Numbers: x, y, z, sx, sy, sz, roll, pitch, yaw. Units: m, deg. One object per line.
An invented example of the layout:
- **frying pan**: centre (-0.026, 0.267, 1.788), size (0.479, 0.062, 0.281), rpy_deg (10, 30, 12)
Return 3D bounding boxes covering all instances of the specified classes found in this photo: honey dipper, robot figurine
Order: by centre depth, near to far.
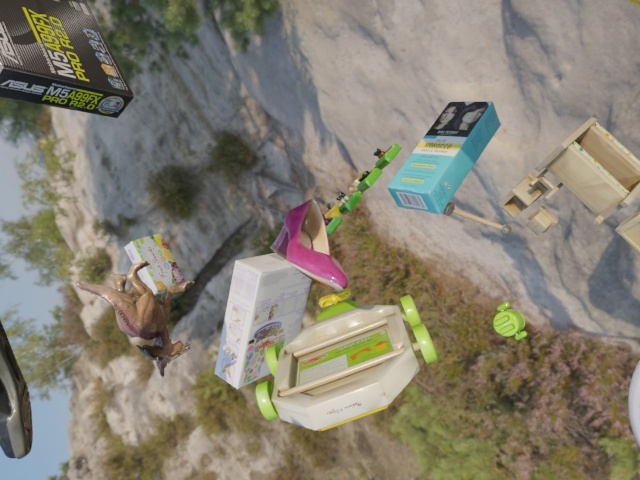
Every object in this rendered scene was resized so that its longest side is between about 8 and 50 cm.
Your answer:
- **honey dipper**: centre (0.287, -0.045, 0.977), size (0.161, 0.030, 0.030), rpy_deg (27, 144, 37)
- **robot figurine**: centre (0.501, 0.217, 1.356), size (0.067, 0.115, 0.101), rpy_deg (-40, 67, 28)

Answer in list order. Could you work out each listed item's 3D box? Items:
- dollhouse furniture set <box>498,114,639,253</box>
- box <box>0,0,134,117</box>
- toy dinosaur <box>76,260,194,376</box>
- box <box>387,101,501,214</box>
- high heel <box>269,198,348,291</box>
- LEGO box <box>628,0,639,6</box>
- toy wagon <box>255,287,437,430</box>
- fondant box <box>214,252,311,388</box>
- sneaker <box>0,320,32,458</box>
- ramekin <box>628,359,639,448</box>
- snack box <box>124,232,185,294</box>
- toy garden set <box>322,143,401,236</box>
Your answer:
- **dollhouse furniture set**: centre (0.380, -0.049, 0.717), size (0.182, 0.101, 0.161), rpy_deg (48, 153, 11)
- **box**: centre (-0.451, -0.332, 0.819), size (0.060, 0.216, 0.270), rpy_deg (-38, 72, 27)
- **toy dinosaur**: centre (-0.363, 0.166, 1.058), size (0.295, 0.127, 0.200), rpy_deg (47, -146, -62)
- **box**: centre (0.238, -0.163, 0.974), size (0.101, 0.244, 0.060), rpy_deg (15, 151, 46)
- **high heel**: centre (0.000, 0.000, 0.816), size (0.082, 0.117, 0.244), rpy_deg (36, 177, -23)
- **LEGO box**: centre (0.307, -0.449, 0.424), size (0.501, 0.372, 0.193), rpy_deg (22, -168, -7)
- **toy wagon**: centre (0.040, 0.173, 0.845), size (0.344, 0.268, 0.068), rpy_deg (-87, -25, -75)
- **fondant box**: centre (-0.146, 0.204, 1.381), size (0.096, 0.238, 0.330), rpy_deg (21, 107, 31)
- **sneaker**: centre (-0.495, 0.218, 0.722), size (0.087, 0.130, 0.227), rpy_deg (23, 129, 64)
- **ramekin**: centre (0.539, 0.225, 0.604), size (0.277, 0.277, 0.135), rpy_deg (56, -166, 6)
- **snack box**: centre (-0.414, 0.060, 1.280), size (0.037, 0.100, 0.141), rpy_deg (-29, 88, 31)
- **toy garden set**: centre (0.071, -0.116, 1.183), size (0.049, 0.244, 0.204), rpy_deg (39, 175, -3)
